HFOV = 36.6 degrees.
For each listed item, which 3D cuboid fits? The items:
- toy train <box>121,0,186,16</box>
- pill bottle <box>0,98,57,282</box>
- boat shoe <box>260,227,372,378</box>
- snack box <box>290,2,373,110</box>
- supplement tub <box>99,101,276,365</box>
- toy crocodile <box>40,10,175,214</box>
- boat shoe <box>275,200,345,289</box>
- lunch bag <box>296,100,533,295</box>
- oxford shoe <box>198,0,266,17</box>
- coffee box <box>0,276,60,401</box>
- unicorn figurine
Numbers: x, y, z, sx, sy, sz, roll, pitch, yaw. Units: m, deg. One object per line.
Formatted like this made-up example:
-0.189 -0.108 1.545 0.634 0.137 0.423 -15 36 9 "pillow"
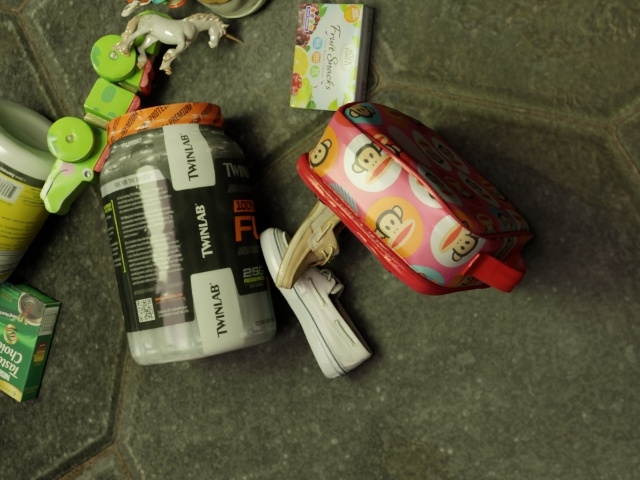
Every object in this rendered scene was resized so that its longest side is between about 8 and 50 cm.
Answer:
-0.241 -0.361 1.413 0.125 0.166 0.046 -32 120 8 "toy train"
-0.544 -0.046 1.544 0.188 0.188 0.334 45 110 20 "pill bottle"
-0.002 0.074 1.324 0.076 0.083 0.226 -28 87 12 "boat shoe"
0.015 -0.246 1.305 0.100 0.037 0.141 8 97 28 "snack box"
-0.188 -0.008 1.340 0.207 0.207 0.337 -12 88 30 "supplement tub"
-0.311 -0.188 1.423 0.105 0.115 0.340 26 82 -1 "toy crocodile"
0.000 0.000 1.277 0.059 0.063 0.170 29 65 7 "boat shoe"
0.132 -0.035 1.109 0.258 0.293 0.120 45 109 20 "lunch bag"
-0.102 -0.517 1.271 0.169 0.130 0.449 20 110 22 "oxford shoe"
-0.510 0.167 1.632 0.113 0.040 0.184 26 105 26 "coffee box"
-0.205 -0.284 1.355 0.162 0.060 0.111 22 64 6 "unicorn figurine"
